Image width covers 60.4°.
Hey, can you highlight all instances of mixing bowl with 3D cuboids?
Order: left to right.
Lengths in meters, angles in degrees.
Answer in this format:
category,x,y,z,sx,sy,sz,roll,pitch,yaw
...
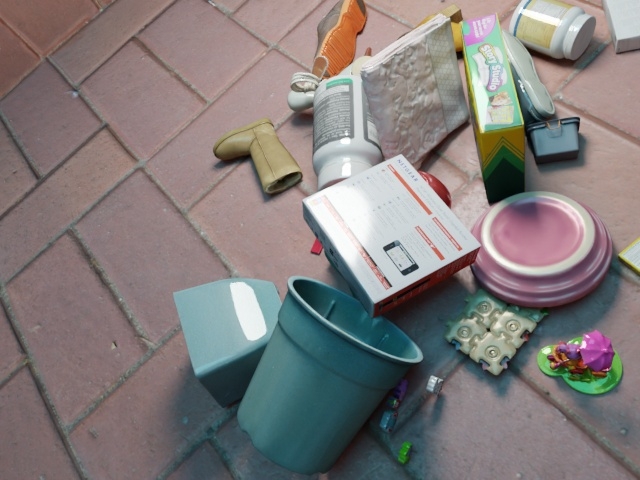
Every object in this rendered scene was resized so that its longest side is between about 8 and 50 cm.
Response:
category,x,y,z,sx,sy,sz,roll,pitch,yaw
mixing bowl,0.263,-0.124,1.513,0.181,0.098,0.182,-9,61,16

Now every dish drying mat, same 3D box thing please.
category,x,y,z,sx,sy,sz,roll,pitch,yaw
dish drying mat,0.000,0.000,1.604,0.032,0.008,0.083,15,71,28

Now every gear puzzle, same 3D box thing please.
category,x,y,z,sx,sy,sz,roll,pitch,yaw
gear puzzle,0.455,0.155,1.327,0.175,0.044,0.339,35,77,34

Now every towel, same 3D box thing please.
category,x,y,z,sx,sy,sz,roll,pitch,yaw
towel,0.265,-0.386,1.483,0.317,0.332,0.053,-38,39,-19

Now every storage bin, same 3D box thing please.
category,x,y,z,sx,sy,sz,roll,pitch,yaw
storage bin,0.621,-0.263,1.455,0.135,0.098,0.091,-8,71,17

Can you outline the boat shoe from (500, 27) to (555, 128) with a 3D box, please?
category,x,y,z,sx,sy,sz,roll,pitch,yaw
boat shoe,0.550,-0.460,1.559,0.099,0.116,0.320,-41,57,46

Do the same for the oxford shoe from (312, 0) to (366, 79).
category,x,y,z,sx,sy,sz,roll,pitch,yaw
oxford shoe,0.044,-0.691,1.906,0.132,0.130,0.364,1,56,42

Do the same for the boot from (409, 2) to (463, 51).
category,x,y,z,sx,sy,sz,roll,pitch,yaw
boot,0.398,-0.606,1.729,0.211,0.104,0.295,-35,54,9

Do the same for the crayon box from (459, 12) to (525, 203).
category,x,y,z,sx,sy,sz,roll,pitch,yaw
crayon box,0.444,-0.333,1.424,0.106,0.313,0.363,-10,60,16

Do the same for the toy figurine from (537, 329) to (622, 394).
category,x,y,z,sx,sy,sz,roll,pitch,yaw
toy figurine,0.551,0.241,1.168,0.173,0.159,0.130,4,65,24

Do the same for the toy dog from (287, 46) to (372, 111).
category,x,y,z,sx,sy,sz,roll,pitch,yaw
toy dog,0.057,-0.522,1.752,0.333,0.220,0.161,-2,71,-2

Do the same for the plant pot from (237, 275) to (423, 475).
category,x,y,z,sx,sy,sz,roll,pitch,yaw
plant pot,-0.003,0.309,1.237,0.341,0.341,0.334,35,99,32

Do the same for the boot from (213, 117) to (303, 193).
category,x,y,z,sx,sy,sz,roll,pitch,yaw
boot,-0.210,-0.256,1.777,0.236,0.089,0.270,-29,58,5

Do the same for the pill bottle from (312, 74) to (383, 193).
category,x,y,z,sx,sy,sz,roll,pitch,yaw
pill bottle,0.077,-0.285,1.609,0.204,0.204,0.361,-9,60,17

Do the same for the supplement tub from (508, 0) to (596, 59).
category,x,y,z,sx,sy,sz,roll,pitch,yaw
supplement tub,0.666,-0.613,1.588,0.199,0.144,0.144,36,81,32

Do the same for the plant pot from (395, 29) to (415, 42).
category,x,y,z,sx,sy,sz,roll,pitch,yaw
plant pot,0.244,-0.454,1.586,0.215,0.215,0.230,20,51,29

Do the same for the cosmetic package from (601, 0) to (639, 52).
category,x,y,z,sx,sy,sz,roll,pitch,yaw
cosmetic package,0.876,-0.651,1.576,0.098,0.060,0.239,-7,61,20

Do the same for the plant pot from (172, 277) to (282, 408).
category,x,y,z,sx,sy,sz,roll,pitch,yaw
plant pot,-0.200,0.238,1.425,0.252,0.247,0.248,-22,57,-7

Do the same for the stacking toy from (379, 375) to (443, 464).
category,x,y,z,sx,sy,sz,roll,pitch,yaw
stacking toy,0.174,0.390,1.301,0.167,0.052,0.221,17,78,38

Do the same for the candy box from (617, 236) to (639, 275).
category,x,y,z,sx,sy,sz,roll,pitch,yaw
candy box,0.807,0.007,1.271,0.206,0.027,0.105,-38,54,-2

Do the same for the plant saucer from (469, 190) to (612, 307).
category,x,y,z,sx,sy,sz,roll,pitch,yaw
plant saucer,0.519,0.000,1.324,0.332,0.084,0.332,-11,51,14

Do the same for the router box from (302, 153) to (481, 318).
category,x,y,z,sx,sy,sz,roll,pitch,yaw
router box,0.164,-0.022,1.344,0.301,0.082,0.335,-25,60,-15

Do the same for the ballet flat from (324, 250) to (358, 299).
category,x,y,z,sx,sy,sz,roll,pitch,yaw
ballet flat,0.101,0.093,1.474,0.087,0.083,0.247,-27,58,-10
